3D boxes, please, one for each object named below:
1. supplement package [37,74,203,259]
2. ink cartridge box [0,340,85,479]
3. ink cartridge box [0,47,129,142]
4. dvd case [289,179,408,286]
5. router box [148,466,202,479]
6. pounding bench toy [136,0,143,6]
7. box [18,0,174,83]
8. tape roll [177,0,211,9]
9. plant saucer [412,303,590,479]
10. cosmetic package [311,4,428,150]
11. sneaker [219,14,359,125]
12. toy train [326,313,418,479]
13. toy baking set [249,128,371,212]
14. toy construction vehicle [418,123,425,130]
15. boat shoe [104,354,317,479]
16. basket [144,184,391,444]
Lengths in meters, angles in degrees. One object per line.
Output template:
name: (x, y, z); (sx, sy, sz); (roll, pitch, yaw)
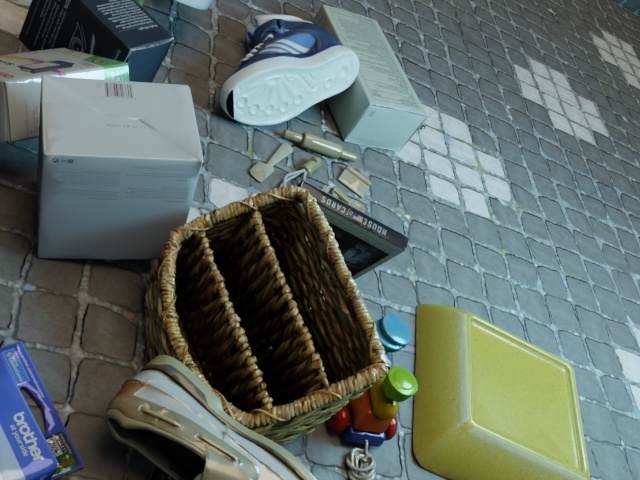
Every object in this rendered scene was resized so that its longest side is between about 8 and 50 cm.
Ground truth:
supplement package: (-0.278, -0.093, 1.117); (0.194, 0.203, 0.149); (1, 51, -21)
ink cartridge box: (-0.413, 0.207, 0.864); (0.311, 0.065, 0.186); (-13, 62, -47)
ink cartridge box: (-0.407, -0.215, 1.204); (0.154, 0.093, 0.212); (19, 29, 33)
dvd case: (0.000, 0.000, 1.260); (0.179, 0.239, 0.029); (27, 63, -15)
router box: (-0.159, 0.328, 0.962); (0.092, 0.038, 0.122); (23, 42, -19)
pounding bench toy: (-0.368, -0.436, 1.540); (0.052, 0.083, 0.065); (13, 14, -33)
box: (-0.366, -0.330, 1.352); (0.207, 0.153, 0.108); (45, 38, 6)
tape roll: (-0.363, -0.553, 1.522); (0.392, 0.072, 0.392); (29, 15, -9)
plant saucer: (0.314, 0.268, 1.367); (0.333, 0.081, 0.333); (27, 41, -15)
cosmetic package: (0.087, -0.347, 1.764); (0.160, 0.113, 0.309); (6, 49, -35)
sneaker: (-0.109, -0.347, 1.626); (0.323, 0.130, 0.236); (-25, 47, -31)
toy train: (0.086, 0.235, 1.165); (0.105, 0.143, 0.248); (15, 44, -27)
toy baking set: (-0.009, -0.128, 1.537); (0.256, 0.030, 0.197); (20, 42, -22)
toy construction vehicle: (0.183, -0.288, 1.851); (0.098, 0.035, 0.086); (13, 56, -26)
boat shoe: (-0.115, 0.266, 0.948); (0.302, 0.113, 0.103); (37, 42, 10)
basket: (-0.093, 0.101, 1.073); (0.213, 0.223, 0.299); (-5, 61, -37)
